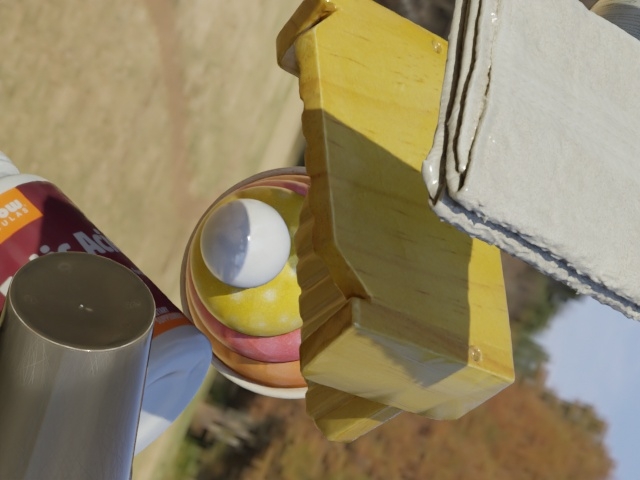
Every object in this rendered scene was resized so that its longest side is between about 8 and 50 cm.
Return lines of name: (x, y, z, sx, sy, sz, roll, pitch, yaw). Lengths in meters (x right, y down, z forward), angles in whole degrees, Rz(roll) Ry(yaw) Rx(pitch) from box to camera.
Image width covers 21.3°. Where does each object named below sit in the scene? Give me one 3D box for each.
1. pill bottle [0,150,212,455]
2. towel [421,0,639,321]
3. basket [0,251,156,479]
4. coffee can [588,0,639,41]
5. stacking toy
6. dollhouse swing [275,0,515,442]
pill bottle: (-0.330, 0.066, 1.956, 0.224, 0.392, 0.224, -42, 163, -16)
towel: (0.184, -0.053, 1.139, 0.049, 0.282, 0.187, -16, -126, 48)
basket: (-0.230, 0.136, 1.509, 0.204, 0.154, 0.227, -49, 162, -50)
coffee can: (0.332, -0.157, 1.782, 0.275, 0.201, 0.202, -44, 162, -52)
stacking toy: (-0.072, 0.040, 2.370, 0.480, 0.350, 0.351, 35, 77, -79)
dollhouse swing: (0.000, 0.000, 1.639, 0.305, 0.315, 0.347, -24, -121, 37)
